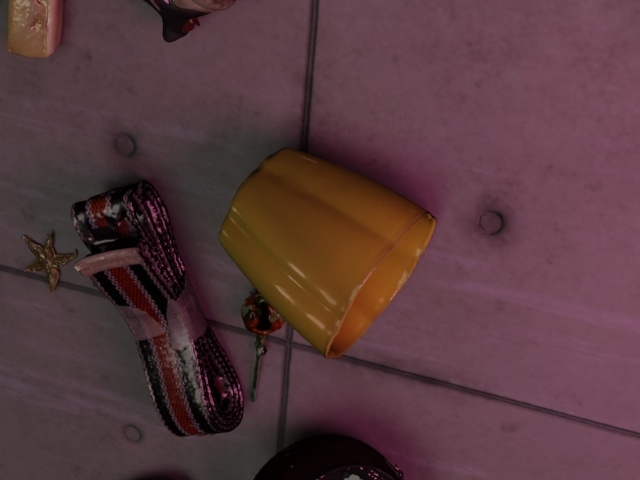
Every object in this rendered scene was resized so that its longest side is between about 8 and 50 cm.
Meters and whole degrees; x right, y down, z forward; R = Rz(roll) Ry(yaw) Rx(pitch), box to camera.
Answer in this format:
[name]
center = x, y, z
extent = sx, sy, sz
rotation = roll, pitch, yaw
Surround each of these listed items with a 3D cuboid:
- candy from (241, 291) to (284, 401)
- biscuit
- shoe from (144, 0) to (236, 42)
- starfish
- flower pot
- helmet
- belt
[candy]
center = -0.077, 0.139, 1.246
extent = 0.055, 0.049, 0.185
rotation = 22, 130, 17
[biscuit]
center = -0.311, -0.295, 1.098
extent = 0.056, 0.052, 0.188
rotation = 13, 121, -4
[shoe]
center = -0.191, -0.301, 1.027
extent = 0.227, 0.099, 0.112
rotation = 41, 130, -4
[starfish]
center = -0.356, 0.030, 1.306
extent = 0.092, 0.016, 0.086
rotation = -10, 114, 22
[flower pot]
center = 0.000, 0.000, 1.065
extent = 0.179, 0.195, 0.195
rotation = 37, 124, 15
[helmet]
center = 0.008, 0.337, 1.218
extent = 0.216, 0.193, 0.189
rotation = -24, 102, 18
[belt]
center = -0.194, 0.094, 1.222
extent = 0.094, 0.126, 0.360
rotation = -12, 117, 16
